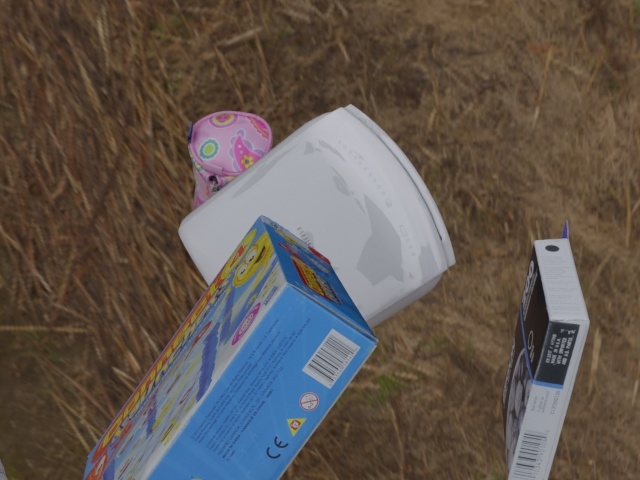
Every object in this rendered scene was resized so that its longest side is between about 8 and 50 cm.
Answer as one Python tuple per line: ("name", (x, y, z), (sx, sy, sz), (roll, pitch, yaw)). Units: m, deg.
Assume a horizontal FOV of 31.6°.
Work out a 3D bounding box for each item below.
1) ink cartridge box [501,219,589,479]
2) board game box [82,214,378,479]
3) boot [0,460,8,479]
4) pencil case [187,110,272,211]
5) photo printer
("ink cartridge box", (0.225, 0.111, 1.166), (0.045, 0.206, 0.208), (8, 29, 3))
("board game box", (-0.095, 0.146, 0.978), (0.086, 0.302, 0.308), (35, 95, -12))
("boot", (-0.422, 0.266, 1.083), (0.258, 0.095, 0.123), (-24, 63, -32))
("pencil case", (-0.127, -0.060, 1.609), (0.124, 0.284, 0.124), (1, 58, -2))
("photo printer", (0.000, 0.000, 1.401), (0.308, 0.107, 0.256), (-34, 86, 30))
